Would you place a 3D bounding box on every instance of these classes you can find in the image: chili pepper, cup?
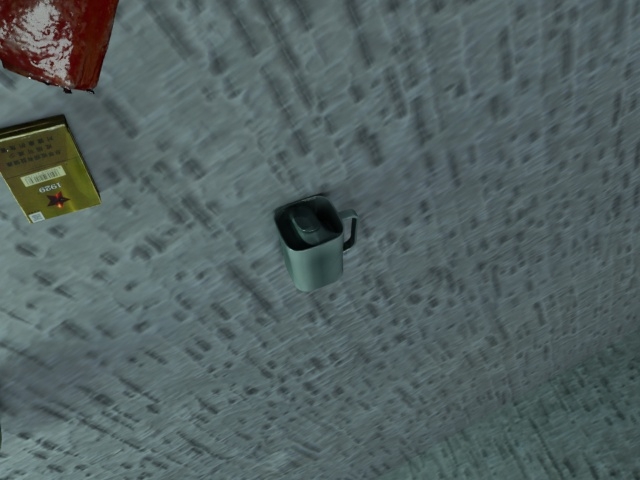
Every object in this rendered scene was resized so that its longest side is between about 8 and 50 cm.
[{"bbox_3d":[-0.236,-0.259,0.513,0.144,0.136,0.252,30,113,3],"label":"chili pepper"},{"bbox_3d":[0.000,0.000,0.953,0.128,0.095,0.129,-21,145,-12],"label":"cup"}]

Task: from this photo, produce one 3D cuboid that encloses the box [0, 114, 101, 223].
[{"bbox_3d":[-0.327,-0.082,0.716,0.090,0.023,0.133,-17,142,-11],"label":"box"}]
